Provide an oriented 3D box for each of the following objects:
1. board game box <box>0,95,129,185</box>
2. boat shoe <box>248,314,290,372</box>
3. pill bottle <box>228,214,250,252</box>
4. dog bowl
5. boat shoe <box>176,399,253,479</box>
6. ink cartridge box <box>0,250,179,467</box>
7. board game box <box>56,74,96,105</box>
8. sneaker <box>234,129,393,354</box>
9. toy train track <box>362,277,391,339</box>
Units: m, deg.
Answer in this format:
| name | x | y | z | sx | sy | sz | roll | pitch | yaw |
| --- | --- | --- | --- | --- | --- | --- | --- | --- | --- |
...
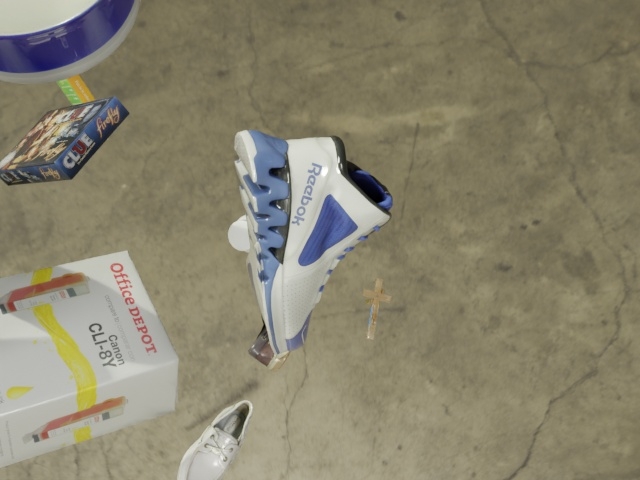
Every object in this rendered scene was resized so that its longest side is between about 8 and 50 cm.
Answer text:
| name | x | y | z | sx | sy | sz | roll | pitch | yaw |
| --- | --- | --- | --- | --- | --- | --- | --- | --- | --- |
| board game box | -0.462 | -0.173 | 1.317 | 0.243 | 0.042 | 0.165 | 0 | 49 | 44 |
| boat shoe | -0.091 | 0.172 | 1.714 | 0.092 | 0.103 | 0.285 | 32 | 43 | -12 |
| pill bottle | -0.139 | -0.018 | 1.649 | 0.087 | 0.160 | 0.087 | 3 | 97 | 20 |
| dog bowl | -0.360 | -0.332 | 0.909 | 0.265 | 0.104 | 0.265 | 2 | 71 | -5 |
| boat shoe | -0.230 | 0.458 | 1.667 | 0.098 | 0.096 | 0.277 | 35 | 36 | -4 |
| ink cartridge box | -0.467 | 0.197 | 1.265 | 0.384 | 0.160 | 0.279 | -13 | 50 | -27 |
| board game box | -0.531 | -0.334 | 1.583 | 0.039 | 0.259 | 0.124 | -38 | 40 | -18 |
| sneaker | 0.000 | -0.001 | 0.940 | 0.182 | 0.315 | 0.127 | -10 | 37 | -12 |
| toy train track | 0.071 | 0.093 | 1.013 | 0.048 | 0.014 | 0.083 | 17 | 75 | -29 |
